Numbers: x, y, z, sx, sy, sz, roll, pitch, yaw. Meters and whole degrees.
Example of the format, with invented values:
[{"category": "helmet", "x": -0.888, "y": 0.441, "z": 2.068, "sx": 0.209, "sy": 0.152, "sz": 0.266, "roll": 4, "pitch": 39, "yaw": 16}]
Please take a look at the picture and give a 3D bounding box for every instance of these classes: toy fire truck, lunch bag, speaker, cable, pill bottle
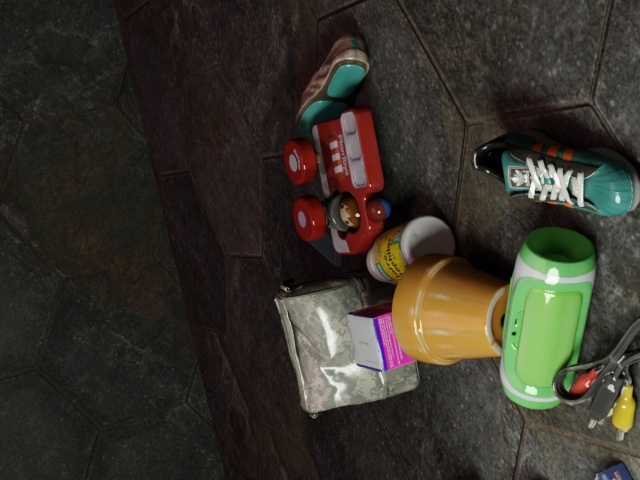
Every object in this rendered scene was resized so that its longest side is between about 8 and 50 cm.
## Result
[{"category": "toy fire truck", "x": 0.057, "y": -0.119, "z": 2.069, "sx": 0.254, "sy": 0.169, "sz": 0.302, "roll": -2, "pitch": 98, "yaw": 65}, {"category": "lunch bag", "x": 0.047, "y": 0.217, "z": 2.192, "sx": 0.212, "sy": 0.256, "sz": 0.305, "roll": 2, "pitch": 105, "yaw": 65}, {"category": "speaker", "x": 0.369, "y": 0.131, "z": 1.609, "sx": 0.131, "sy": 0.131, "sz": 0.296, "roll": 45, "pitch": 142, "yaw": 48}, {"category": "cable", "x": 0.458, "y": 0.189, "z": 1.523, "sx": 0.139, "sy": 0.072, "sz": 0.287, "roll": 33, "pitch": 130, "yaw": 21}, {"category": "pill bottle", "x": 0.174, "y": 0.025, "z": 1.977, "sx": 0.208, "sy": 0.117, "sz": 0.117, "roll": -26, "pitch": 80, "yaw": 65}]

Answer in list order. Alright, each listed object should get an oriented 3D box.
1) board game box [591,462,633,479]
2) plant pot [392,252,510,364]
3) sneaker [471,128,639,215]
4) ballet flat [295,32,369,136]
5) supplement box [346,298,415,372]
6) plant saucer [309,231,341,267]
[{"category": "board game box", "x": 0.487, "y": 0.498, "z": 1.650, "sx": 0.194, "sy": 0.060, "sz": 0.194, "roll": 65, "pitch": 155, "yaw": 21}, {"category": "plant pot", "x": 0.266, "y": 0.131, "z": 1.773, "sx": 0.188, "sy": 0.205, "sz": 0.205, "roll": 5, "pitch": 109, "yaw": 48}, {"category": "sneaker", "x": 0.353, "y": -0.097, "z": 1.517, "sx": 0.302, "sy": 0.121, "sz": 0.108, "roll": 30, "pitch": 131, "yaw": 57}, {"category": "ballet flat", "x": 0.027, "y": -0.340, "z": 2.130, "sx": 0.316, "sy": 0.107, "sz": 0.106, "roll": 135, "pitch": 137, "yaw": -57}, {"category": "supplement box", "x": 0.179, "y": 0.170, "z": 1.926, "sx": 0.111, "sy": 0.220, "sz": 0.114, "roll": 0, "pitch": 103, "yaw": 64}, {"category": "plant saucer", "x": 0.000, "y": 0.000, "z": 2.458, "sx": 0.192, "sy": 0.018, "sz": 0.067, "roll": 40, "pitch": 139, "yaw": 50}]
